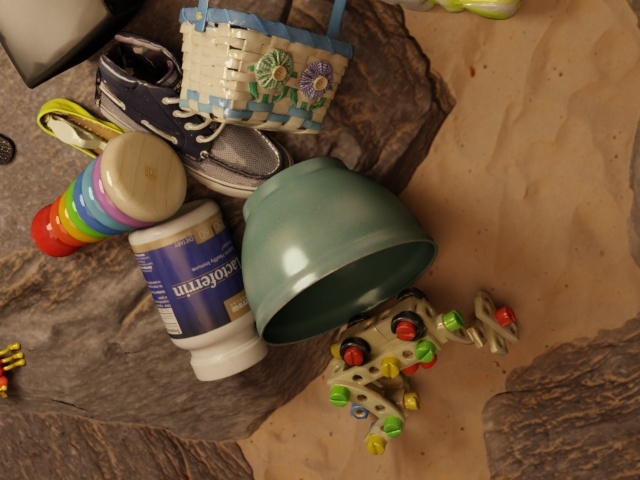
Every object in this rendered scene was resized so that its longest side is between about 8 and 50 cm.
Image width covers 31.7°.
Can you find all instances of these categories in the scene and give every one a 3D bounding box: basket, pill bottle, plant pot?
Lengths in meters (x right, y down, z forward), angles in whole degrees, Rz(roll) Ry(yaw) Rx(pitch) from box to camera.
[{"bbox_3d":[-0.069,-0.301,1.596,0.201,0.254,0.289,11,96,50],"label":"basket"},{"bbox_3d":[-0.187,0.079,1.787,0.153,0.153,0.265,-18,103,16],"label":"pill bottle"},{"bbox_3d":[0.000,0.000,1.679,0.293,0.293,0.196,-35,71,19],"label":"plant pot"},{"bbox_3d":[-0.374,-0.362,1.660,0.167,0.187,0.188,-24,104,24],"label":"plant pot"}]

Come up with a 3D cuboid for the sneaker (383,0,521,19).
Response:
[{"bbox_3d":[0.176,-0.394,1.619,0.240,0.091,0.126,12,90,8],"label":"sneaker"}]

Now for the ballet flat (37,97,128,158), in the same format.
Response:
[{"bbox_3d":[-0.348,-0.153,1.789,0.231,0.077,0.077,27,109,2],"label":"ballet flat"}]

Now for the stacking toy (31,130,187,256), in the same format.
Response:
[{"bbox_3d":[-0.350,-0.048,1.751,0.330,0.141,0.141,-27,101,45],"label":"stacking toy"}]

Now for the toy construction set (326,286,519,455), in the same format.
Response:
[{"bbox_3d":[0.145,0.185,1.741,0.327,0.151,0.215,-36,112,18],"label":"toy construction set"}]

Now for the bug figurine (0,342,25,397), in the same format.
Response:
[{"bbox_3d":[-0.670,0.198,1.964,0.279,0.072,0.216,-14,103,16],"label":"bug figurine"}]

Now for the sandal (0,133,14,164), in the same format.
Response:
[{"bbox_3d":[-0.589,-0.178,1.857,0.179,0.040,0.067,24,116,-12],"label":"sandal"}]

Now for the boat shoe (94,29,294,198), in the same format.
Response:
[{"bbox_3d":[-0.191,-0.186,1.688,0.340,0.158,0.127,26,68,3],"label":"boat shoe"}]
